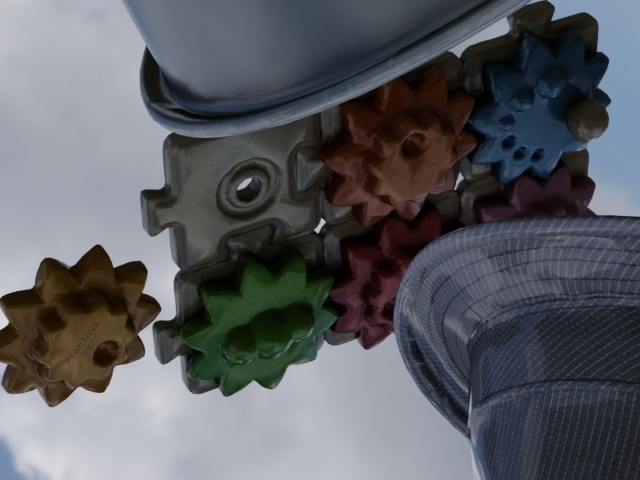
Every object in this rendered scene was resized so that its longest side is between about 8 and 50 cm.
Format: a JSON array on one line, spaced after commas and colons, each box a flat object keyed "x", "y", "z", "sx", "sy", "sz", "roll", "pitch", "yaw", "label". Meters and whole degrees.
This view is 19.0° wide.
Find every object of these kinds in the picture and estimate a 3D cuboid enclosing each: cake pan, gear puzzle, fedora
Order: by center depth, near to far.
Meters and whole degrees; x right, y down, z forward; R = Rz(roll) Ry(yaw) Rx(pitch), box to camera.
[{"x": 0.047, "y": -0.148, "z": 0.523, "sx": 0.054, "sy": 0.293, "sz": 0.293, "roll": 48, "pitch": -159, "yaw": -22, "label": "cake pan"}, {"x": 0.136, "y": 0.114, "z": 0.702, "sx": 0.275, "sy": 0.244, "sz": 0.124, "roll": 48, "pitch": -126, "yaw": -46, "label": "fedora"}, {"x": 0.000, "y": 0.000, "z": 0.926, "sx": 0.339, "sy": 0.175, "sz": 0.044, "roll": -18, "pitch": -140, "yaw": -21, "label": "gear puzzle"}]
